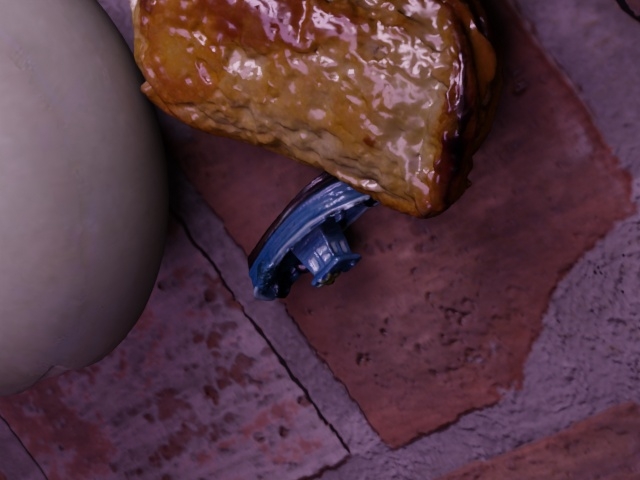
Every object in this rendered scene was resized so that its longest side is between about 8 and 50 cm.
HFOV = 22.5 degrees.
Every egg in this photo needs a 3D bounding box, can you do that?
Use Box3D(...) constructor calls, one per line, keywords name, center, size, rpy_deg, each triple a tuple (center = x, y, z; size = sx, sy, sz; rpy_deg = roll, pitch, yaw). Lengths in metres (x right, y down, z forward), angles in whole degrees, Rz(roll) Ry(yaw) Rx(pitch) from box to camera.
Box3D(name="egg", center=(-0.252, -0.070, 1.131), size=(0.278, 0.278, 0.336), rpy_deg=(1, 112, 27))

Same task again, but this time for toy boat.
Box3D(name="toy boat", center=(0.000, 0.000, 1.170), size=(0.137, 0.060, 0.061), rpy_deg=(-47, 69, 29))

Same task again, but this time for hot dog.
Box3D(name="hot dog", center=(0.001, -0.124, 1.081), size=(0.259, 0.114, 0.175), rpy_deg=(25, 127, 17))
